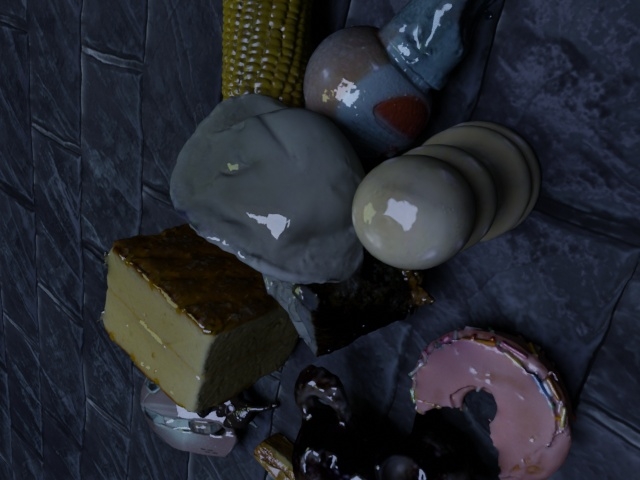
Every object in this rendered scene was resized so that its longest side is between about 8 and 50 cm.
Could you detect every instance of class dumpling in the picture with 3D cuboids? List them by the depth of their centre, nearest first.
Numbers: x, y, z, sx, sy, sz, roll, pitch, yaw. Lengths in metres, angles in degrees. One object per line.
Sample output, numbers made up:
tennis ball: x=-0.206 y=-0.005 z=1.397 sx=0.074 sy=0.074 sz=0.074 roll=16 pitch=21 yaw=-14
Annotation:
dumpling: x=-0.066 y=-0.063 z=0.680 sx=0.243 sy=0.227 sz=0.175 roll=42 pitch=140 yaw=54

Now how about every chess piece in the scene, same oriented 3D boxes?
chess piece: x=0.143 y=-0.047 z=0.649 sx=0.167 sy=0.300 sz=0.167 roll=9 pitch=109 yaw=28

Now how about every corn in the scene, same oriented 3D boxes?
corn: x=-0.077 y=-0.326 z=0.833 sx=0.144 sy=0.144 sz=0.387 roll=0 pitch=90 yaw=40

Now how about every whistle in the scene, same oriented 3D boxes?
whistle: x=0.112 y=-0.225 z=0.727 sx=0.348 sy=0.189 sz=0.189 roll=-37 pitch=78 yaw=28

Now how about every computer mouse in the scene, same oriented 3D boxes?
computer mouse: x=-0.298 y=0.393 z=1.277 sx=0.389 sy=0.115 sz=0.199 roll=5 pitch=109 yaw=39

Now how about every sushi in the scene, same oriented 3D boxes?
sushi: x=0.000 y=0.000 z=0.865 sx=0.234 sy=0.208 sz=0.348 roll=94 pitch=151 yaw=-65

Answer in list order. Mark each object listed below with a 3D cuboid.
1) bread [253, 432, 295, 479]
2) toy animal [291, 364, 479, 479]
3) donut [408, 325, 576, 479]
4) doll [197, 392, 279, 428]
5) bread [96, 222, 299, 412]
bread: x=-0.069 y=0.446 z=1.127 sx=0.132 sy=0.074 sz=0.053 roll=33 pitch=111 yaw=26
toy animal: x=0.100 y=0.351 z=0.882 sx=0.344 sy=0.194 sz=0.302 roll=3 pitch=110 yaw=34
donut: x=0.246 y=0.215 z=0.791 sx=0.233 sy=0.085 sz=0.199 roll=41 pitch=125 yaw=24
doll: x=-0.187 y=0.327 z=1.164 sx=0.165 sy=0.057 sz=0.139 roll=-37 pitch=77 yaw=13
bread: x=-0.200 y=0.118 z=1.014 sx=0.279 sy=0.279 sz=0.207 roll=32 pitch=119 yaw=26
